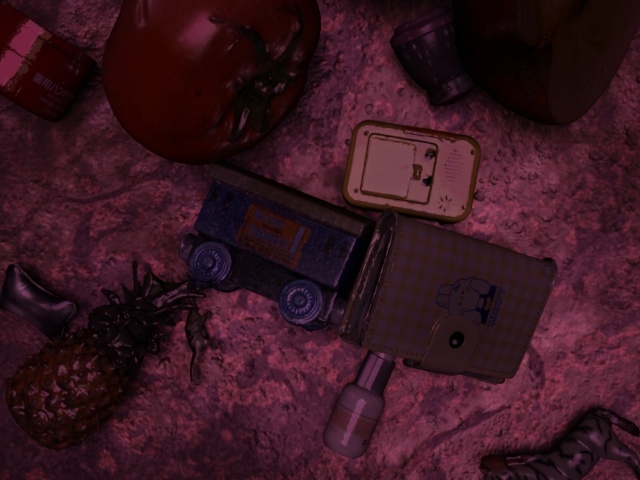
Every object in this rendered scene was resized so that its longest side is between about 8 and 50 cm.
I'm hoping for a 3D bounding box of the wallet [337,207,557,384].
[{"bbox_3d":[0.198,0.093,1.464,0.310,0.077,0.223,17,91,-26],"label":"wallet"}]

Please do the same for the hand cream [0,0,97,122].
[{"bbox_3d":[-0.460,-0.282,1.522,0.193,0.193,0.125,33,93,4],"label":"hand cream"}]

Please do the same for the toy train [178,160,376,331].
[{"bbox_3d":[-0.067,0.013,1.505,0.300,0.131,0.202,22,88,16],"label":"toy train"}]

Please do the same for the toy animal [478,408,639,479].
[{"bbox_3d":[0.387,0.373,1.503,0.255,0.090,0.170,-25,84,1],"label":"toy animal"}]

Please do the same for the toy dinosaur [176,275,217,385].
[{"bbox_3d":[-0.197,0.141,1.568,0.058,0.037,0.180,-15,69,24],"label":"toy dinosaur"}]

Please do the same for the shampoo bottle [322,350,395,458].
[{"bbox_3d":[0.069,0.245,1.533,0.074,0.074,0.192,23,90,4],"label":"shampoo bottle"}]

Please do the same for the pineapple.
[{"bbox_3d":[-0.328,0.168,1.526,0.340,0.169,0.169,-43,87,2],"label":"pineapple"}]

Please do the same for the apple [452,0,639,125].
[{"bbox_3d":[0.345,-0.370,1.392,0.295,0.329,0.365,30,83,1],"label":"apple"}]

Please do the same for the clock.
[{"bbox_3d":[0.141,-0.106,1.521,0.202,0.096,0.143,10,88,3],"label":"clock"}]

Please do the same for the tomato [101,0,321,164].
[{"bbox_3d":[-0.173,-0.285,1.438,0.273,0.341,0.341,39,92,20],"label":"tomato"}]

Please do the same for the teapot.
[{"bbox_3d":[0.192,-0.287,1.528,0.116,0.148,0.146,-18,101,39],"label":"teapot"}]

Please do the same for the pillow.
[{"bbox_3d":[-0.466,0.103,1.583,0.136,0.055,0.091,36,94,5],"label":"pillow"}]
